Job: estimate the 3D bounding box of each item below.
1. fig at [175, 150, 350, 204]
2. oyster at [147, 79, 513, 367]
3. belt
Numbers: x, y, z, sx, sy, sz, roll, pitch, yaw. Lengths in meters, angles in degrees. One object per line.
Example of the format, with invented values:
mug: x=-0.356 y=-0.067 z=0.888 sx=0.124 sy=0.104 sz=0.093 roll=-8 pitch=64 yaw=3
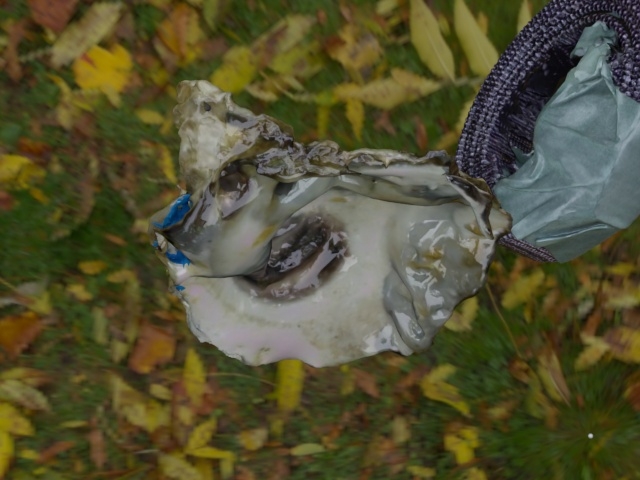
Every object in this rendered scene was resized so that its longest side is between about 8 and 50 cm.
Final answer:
fig: x=-0.044 y=-0.034 z=1.889 sx=0.257 sy=0.159 sz=0.159 roll=10 pitch=84 yaw=-21
oyster: x=0.000 y=0.000 z=0.961 sx=0.214 sy=0.223 sz=0.083 roll=7 pitch=50 yaw=-18
belt: x=0.269 y=-0.126 z=1.722 sx=0.325 sy=0.122 sz=0.260 roll=-51 pitch=36 yaw=21
